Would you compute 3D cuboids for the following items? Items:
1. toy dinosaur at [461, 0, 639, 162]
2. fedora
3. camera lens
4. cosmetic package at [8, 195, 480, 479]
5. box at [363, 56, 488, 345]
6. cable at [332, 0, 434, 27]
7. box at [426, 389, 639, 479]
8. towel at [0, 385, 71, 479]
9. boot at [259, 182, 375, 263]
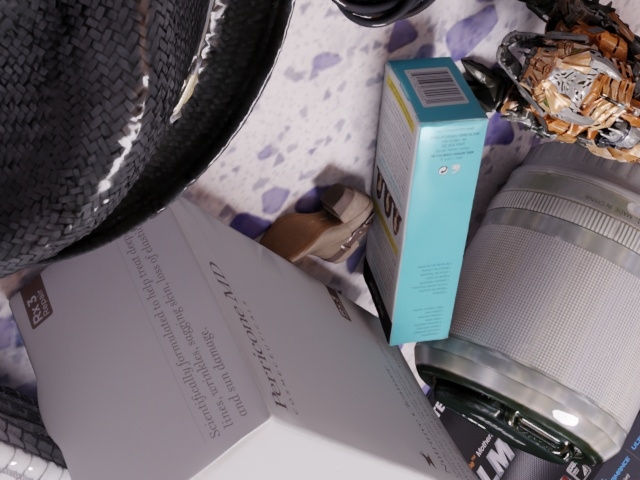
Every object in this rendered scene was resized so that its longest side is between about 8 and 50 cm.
[{"bbox_3d":[0.234,-0.124,0.876,0.164,0.218,0.322,-51,144,0],"label":"toy dinosaur"},{"bbox_3d":[-0.159,-0.083,0.450,0.334,0.152,0.334,-5,126,-7],"label":"fedora"},{"bbox_3d":[0.238,0.068,1.017,0.274,0.219,0.219,-61,146,-11],"label":"camera lens"},{"bbox_3d":[-0.038,0.135,0.804,0.156,0.217,0.385,-37,148,10],"label":"cosmetic package"},{"bbox_3d":[0.086,-0.029,0.893,0.060,0.100,0.244,-6,131,-11],"label":"box"},{"bbox_3d":[0.065,-0.239,0.738,0.184,0.047,0.150,-34,142,-20],"label":"cable"},{"bbox_3d":[0.254,0.235,1.160,0.073,0.293,0.295,10,115,-52],"label":"box"},{"bbox_3d":[-0.276,0.212,0.725,0.235,0.121,0.283,-46,146,-2],"label":"towel"},{"bbox_3d":[0.000,0.000,0.894,0.118,0.042,0.087,-40,152,-2],"label":"boot"}]
